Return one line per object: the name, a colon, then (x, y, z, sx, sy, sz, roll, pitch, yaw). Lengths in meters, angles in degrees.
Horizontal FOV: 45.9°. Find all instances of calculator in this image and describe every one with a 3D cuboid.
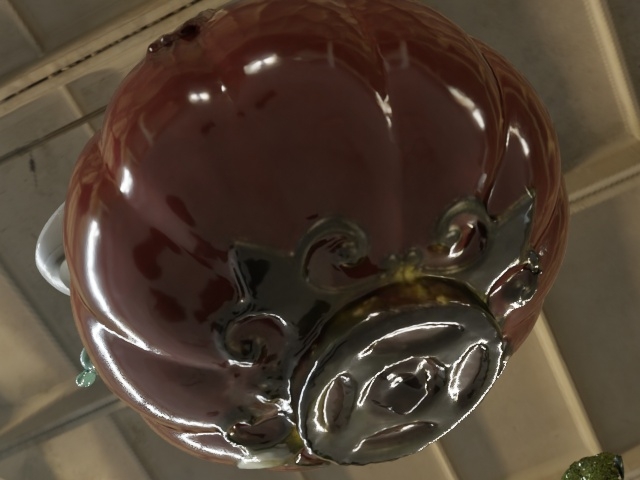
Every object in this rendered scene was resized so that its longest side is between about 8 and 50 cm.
calculator: (-0.314, 0.150, 1.126, 0.021, 0.095, 0.152, 20, -107, 17)

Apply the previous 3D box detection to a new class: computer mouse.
computer mouse: (-0.281, -0.034, 1.121, 0.297, 0.121, 0.184, -39, -37, 4)

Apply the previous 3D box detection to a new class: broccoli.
broccoli: (0.420, 0.384, 1.135, 0.120, 0.130, 0.131, 27, -110, 17)

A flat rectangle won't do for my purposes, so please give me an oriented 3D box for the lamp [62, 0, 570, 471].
lamp: (0.000, 0.000, 0.463, 0.303, 0.257, 0.303, -13, -49, -16)
